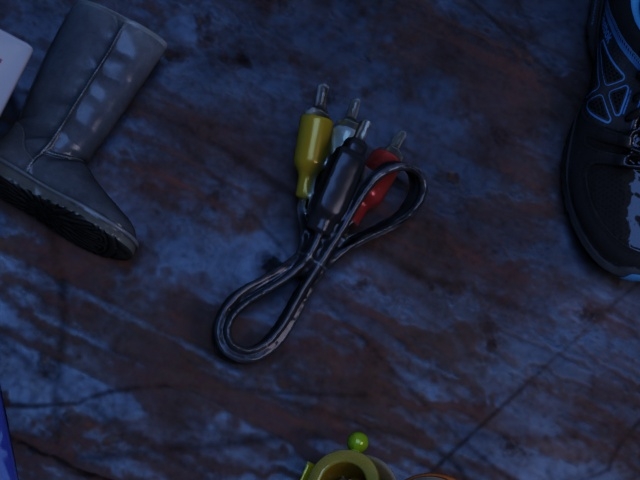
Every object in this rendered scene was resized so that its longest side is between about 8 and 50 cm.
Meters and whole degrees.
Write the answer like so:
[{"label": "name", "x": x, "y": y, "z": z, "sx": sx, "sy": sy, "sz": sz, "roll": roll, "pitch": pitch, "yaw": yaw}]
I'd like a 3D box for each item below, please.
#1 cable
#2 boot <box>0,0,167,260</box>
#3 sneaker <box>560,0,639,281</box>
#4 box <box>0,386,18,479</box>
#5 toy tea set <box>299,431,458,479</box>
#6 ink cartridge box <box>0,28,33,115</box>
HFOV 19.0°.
[{"label": "cable", "x": 0.000, "y": 0.000, "z": 1.824, "sx": 0.139, "sy": 0.072, "sz": 0.287, "roll": 29, "pitch": 82, "yaw": -16}, {"label": "boot", "x": -0.206, "y": -0.107, "z": 1.813, "sx": 0.190, "sy": 0.076, "sz": 0.208, "roll": 33, "pitch": 64, "yaw": 1}, {"label": "sneaker", "x": 0.309, "y": -0.131, "z": 1.849, "sx": 0.125, "sy": 0.139, "sz": 0.340, "roll": 5, "pitch": 73, "yaw": -8}, {"label": "box", "x": -0.298, "y": 0.132, "z": 1.680, "sx": 0.037, "sy": 0.136, "sz": 0.225, "roll": -13, "pitch": 75, "yaw": -11}, {"label": "toy tea set", "x": 0.018, "y": 0.323, "z": 1.640, "sx": 0.200, "sy": 0.124, "sz": 0.336, "roll": 13, "pitch": 69, "yaw": 26}, {"label": "ink cartridge box", "x": -0.427, "y": -0.083, "z": 1.701, "sx": 0.226, "sy": 0.131, "sz": 0.306, "roll": 28, "pitch": 75, "yaw": -15}]
